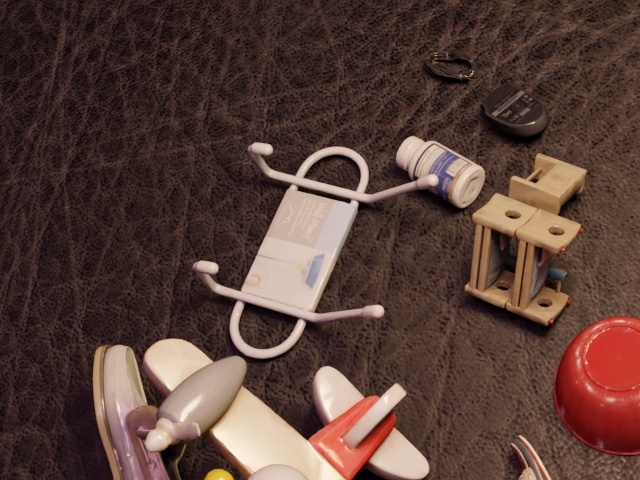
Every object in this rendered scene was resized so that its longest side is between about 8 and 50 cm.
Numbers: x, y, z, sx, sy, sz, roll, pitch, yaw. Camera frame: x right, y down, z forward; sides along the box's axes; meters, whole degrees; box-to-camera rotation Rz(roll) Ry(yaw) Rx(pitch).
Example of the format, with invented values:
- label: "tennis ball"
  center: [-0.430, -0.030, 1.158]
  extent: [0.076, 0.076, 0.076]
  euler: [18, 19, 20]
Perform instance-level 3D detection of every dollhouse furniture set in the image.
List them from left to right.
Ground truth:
- label: "dollhouse furniture set"
  center: [0.298, -0.003, 1.702]
  extent: [0.129, 0.129, 0.183]
  euler: [23, 42, 27]

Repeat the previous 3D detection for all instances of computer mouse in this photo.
- label: "computer mouse"
  center: [0.241, -0.213, 1.872]
  extent: [0.071, 0.041, 0.242]
  euler: [-37, 50, -14]

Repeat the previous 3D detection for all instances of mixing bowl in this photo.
- label: "mixing bowl"
  center: [0.372, 0.163, 1.577]
  extent: [0.181, 0.098, 0.181]
  euler: [-9, 60, 15]

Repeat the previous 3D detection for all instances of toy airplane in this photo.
- label: "toy airplane"
  center: [-0.031, 0.307, 1.522]
  extent: [0.386, 0.272, 0.385]
  euler: [1, 73, -2]

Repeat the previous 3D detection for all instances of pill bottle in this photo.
- label: "pill bottle"
  center: [0.167, -0.100, 1.810]
  extent: [0.120, 0.067, 0.067]
  euler: [33, 76, 30]

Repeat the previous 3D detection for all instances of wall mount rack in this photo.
- label: "wall mount rack"
  center: [0.000, 0.000, 1.772]
  extent: [0.304, 0.130, 0.350]
  euler: [14, 68, 24]

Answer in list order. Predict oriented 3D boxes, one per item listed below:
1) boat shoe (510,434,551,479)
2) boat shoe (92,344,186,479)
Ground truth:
- label: "boat shoe"
  center: [0.265, 0.303, 1.565]
  extent: [0.043, 0.049, 0.137]
  euler: [-30, 62, 3]
- label: "boat shoe"
  center: [-0.231, 0.275, 1.713]
  extent: [0.103, 0.113, 0.302]
  euler: [-17, 68, 7]
